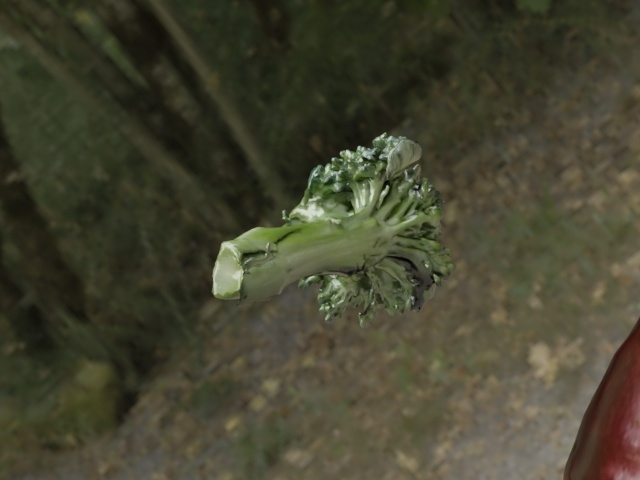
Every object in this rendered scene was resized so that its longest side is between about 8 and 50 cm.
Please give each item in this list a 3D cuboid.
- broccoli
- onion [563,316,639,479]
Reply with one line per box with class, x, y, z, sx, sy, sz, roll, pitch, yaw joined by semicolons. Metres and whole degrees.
broccoli;0.000;0.002;1.048;0.122;0.118;0.204;-17;-3;33
onion;0.171;0.081;0.398;0.232;0.314;0.314;17;58;46
